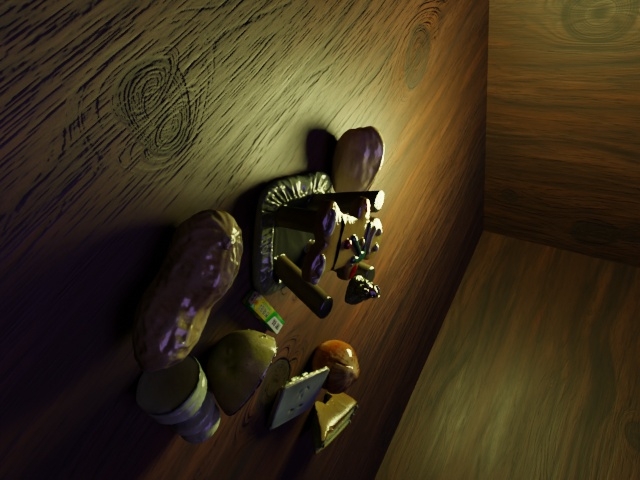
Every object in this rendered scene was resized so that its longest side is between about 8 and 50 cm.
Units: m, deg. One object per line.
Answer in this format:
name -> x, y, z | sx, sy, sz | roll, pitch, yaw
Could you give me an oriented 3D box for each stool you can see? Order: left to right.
stool -> 0.000, 0.000, 1.062 | 0.310, 0.226, 0.310 | -28, 129, -49

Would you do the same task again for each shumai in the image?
shumai -> 0.110, 0.129, 1.010 | 0.083, 0.080, 0.082 | -34, 135, -47

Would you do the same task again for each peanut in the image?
peanut -> -0.250, 0.092, 0.778 | 0.140, 0.153, 0.325 | 45, 59, -51

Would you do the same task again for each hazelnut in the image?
hazelnut -> 0.061, 0.442, 1.427 | 0.182, 0.182, 0.182 | -33, 131, -47

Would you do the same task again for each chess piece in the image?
chess piece -> -0.287, 0.363, 0.889 | 0.133, 0.133, 0.243 | -49, 147, -33

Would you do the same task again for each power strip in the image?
power strip -> -0.085, 0.489, 1.312 | 0.198, 0.064, 0.213 | -7, 127, -43

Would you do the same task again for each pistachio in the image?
pistachio -> 0.109, -0.224, 1.196 | 0.157, 0.157, 0.230 | -24, 137, -52

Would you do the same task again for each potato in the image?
potato -> -0.208, 0.292, 0.973 | 0.117, 0.182, 0.202 | 40, 76, -21

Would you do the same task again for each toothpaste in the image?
toothpaste -> -0.151, 0.194, 1.097 | 0.043, 0.037, 0.178 | -59, 146, -24

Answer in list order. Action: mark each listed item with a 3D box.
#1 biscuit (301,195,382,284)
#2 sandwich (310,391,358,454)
biscuit -> 0.070, -0.001, 0.916 | 0.301, 0.049, 0.197 | -1, 109, -58
sandwich -> 0.027, 0.685, 1.548 | 0.235, 0.128, 0.122 | -17, 123, -53
